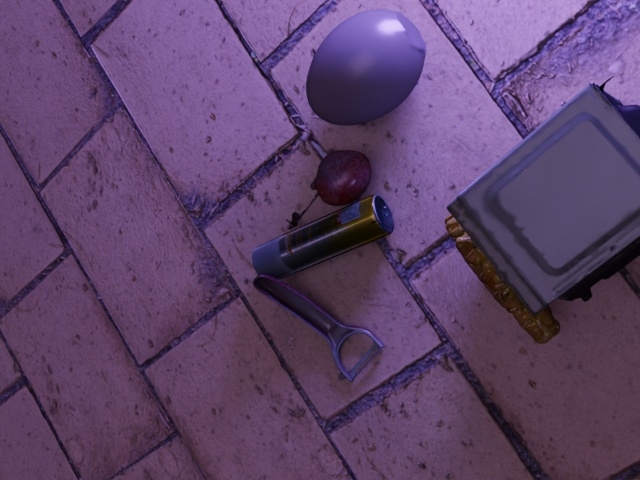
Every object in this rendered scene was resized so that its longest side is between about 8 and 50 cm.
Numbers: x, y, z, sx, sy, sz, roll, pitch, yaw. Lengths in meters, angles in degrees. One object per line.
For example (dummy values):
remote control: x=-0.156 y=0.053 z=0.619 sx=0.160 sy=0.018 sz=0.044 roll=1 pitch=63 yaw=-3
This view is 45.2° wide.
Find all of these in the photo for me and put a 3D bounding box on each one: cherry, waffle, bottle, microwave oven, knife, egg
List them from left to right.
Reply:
knife: x=-0.019 y=0.158 z=1.509 sx=0.278 sy=0.053 sz=0.123 roll=38 pitch=108 yaw=-2
bottle: x=0.000 y=0.000 z=1.480 sx=0.286 sy=0.082 sz=0.082 roll=-23 pitch=86 yaw=26
cherry: x=0.010 y=-0.102 z=1.466 sx=0.225 sy=0.090 sz=0.107 roll=-27 pitch=58 yaw=39
egg: x=0.074 y=-0.297 z=1.357 sx=0.232 sy=0.176 sz=0.176 roll=-42 pitch=77 yaw=30
waffle: x=0.292 y=0.056 z=1.246 sx=0.056 sy=0.253 sz=0.249 roll=-38 pitch=64 yaw=11
microwave oven: x=0.390 y=-0.055 z=1.127 sx=0.286 sy=0.355 sz=0.218 roll=-41 pitch=77 yaw=23
